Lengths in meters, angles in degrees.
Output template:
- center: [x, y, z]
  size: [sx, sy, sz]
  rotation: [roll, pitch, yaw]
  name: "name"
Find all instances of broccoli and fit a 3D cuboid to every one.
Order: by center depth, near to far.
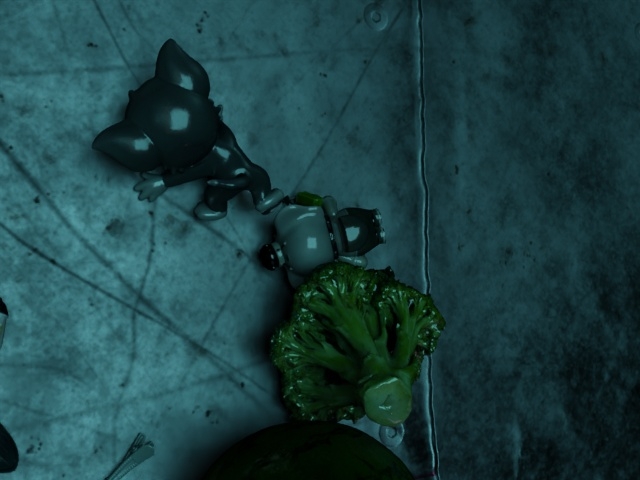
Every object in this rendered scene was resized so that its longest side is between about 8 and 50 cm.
- center: [0.051, 0.177, 1.212]
  size: [0.254, 0.269, 0.269]
  rotation: [12, 79, -18]
  name: "broccoli"

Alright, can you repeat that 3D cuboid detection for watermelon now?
- center: [-0.013, 0.402, 1.104]
  size: [0.363, 0.363, 0.363]
  rotation: [3, 83, -27]
  name: "watermelon"

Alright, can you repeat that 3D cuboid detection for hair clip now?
- center: [-0.271, 0.318, 1.152]
  size: [0.030, 0.039, 0.115]
  rotation: [45, 69, -10]
  name: "hair clip"

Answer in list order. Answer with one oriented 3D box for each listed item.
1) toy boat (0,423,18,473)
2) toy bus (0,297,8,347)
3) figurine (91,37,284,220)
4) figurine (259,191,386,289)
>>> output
- center: [-0.434, 0.245, 1.066]
  size: [0.055, 0.060, 0.141]
  rotation: [-46, 112, -23]
  name: "toy boat"
- center: [-0.485, 0.101, 1.056]
  size: [0.172, 0.057, 0.072]
  rotation: [7, 90, -26]
  name: "toy bus"
- center: [-0.179, -0.118, 1.195]
  size: [0.265, 0.140, 0.193]
  rotation: [44, 84, -1]
  name: "figurine"
- center: [0.000, 0.000, 1.281]
  size: [0.192, 0.126, 0.147]
  rotation: [-15, 101, -12]
  name: "figurine"
